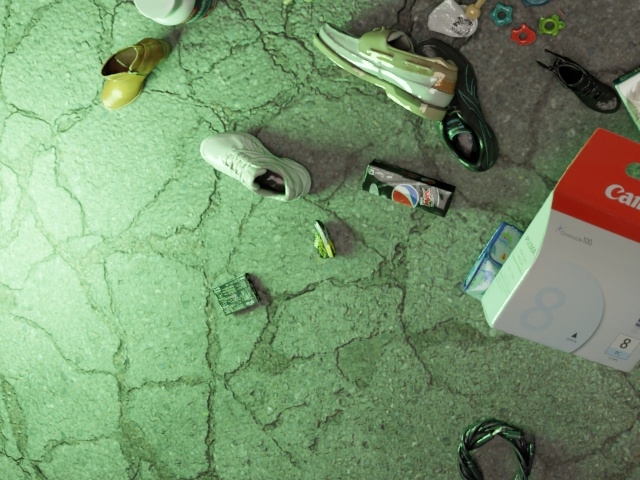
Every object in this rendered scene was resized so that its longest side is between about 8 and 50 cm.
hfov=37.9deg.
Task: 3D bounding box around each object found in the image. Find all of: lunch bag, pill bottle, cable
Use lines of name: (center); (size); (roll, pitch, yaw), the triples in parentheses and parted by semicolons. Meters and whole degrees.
lunch bag: (0.357, 0.058, 1.744); (0.128, 0.096, 0.151); (31, 100, 2)
pill bottle: (-0.270, -0.452, 1.720); (0.107, 0.180, 0.108); (4, 106, 14)
cable: (0.348, 0.453, 1.877); (0.150, 0.047, 0.185); (13, 108, 11)

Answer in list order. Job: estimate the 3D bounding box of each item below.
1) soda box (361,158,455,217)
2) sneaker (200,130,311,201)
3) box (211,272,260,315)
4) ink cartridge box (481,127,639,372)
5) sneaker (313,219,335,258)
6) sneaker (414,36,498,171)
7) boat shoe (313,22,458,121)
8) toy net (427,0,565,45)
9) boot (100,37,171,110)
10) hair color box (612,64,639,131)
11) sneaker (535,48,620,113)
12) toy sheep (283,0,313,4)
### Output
soda box: (0.167, -0.099, 1.765); (0.168, 0.060, 0.053); (19, 110, 9)
sneaker: (-0.134, -0.143, 1.804); (0.232, 0.115, 0.090); (23, 109, 8)
box: (-0.175, 0.112, 1.937); (0.083, 0.018, 0.067); (-24, 98, 20)
ink cartridge box: (0.507, 0.031, 1.612); (0.308, 0.091, 0.385); (19, 119, -18)
sneaker: (0.000, 0.000, 1.853); (0.035, 0.031, 0.083); (-19, 99, 19)
sneaker: (0.245, -0.243, 1.682); (0.101, 0.106, 0.267); (-27, 95, 23)
boat shoe: (0.120, -0.327, 1.661); (0.302, 0.113, 0.103); (36, 114, 26)
toy net: (0.309, -0.401, 1.657); (0.232, 0.045, 0.122); (-10, 120, 20)
boot: (-0.385, -0.321, 1.802); (0.073, 0.152, 0.197); (46, 111, -1)
hair color box: (0.687, -0.280, 1.553); (0.347, 0.105, 0.174); (-30, 95, 21)
sneaker: (0.451, -0.274, 1.625); (0.170, 0.089, 0.051); (39, 111, 2)
toy sheep: (-0.054, -0.490, 1.704); (0.091, 0.091, 0.132); (-38, 111, 21)
